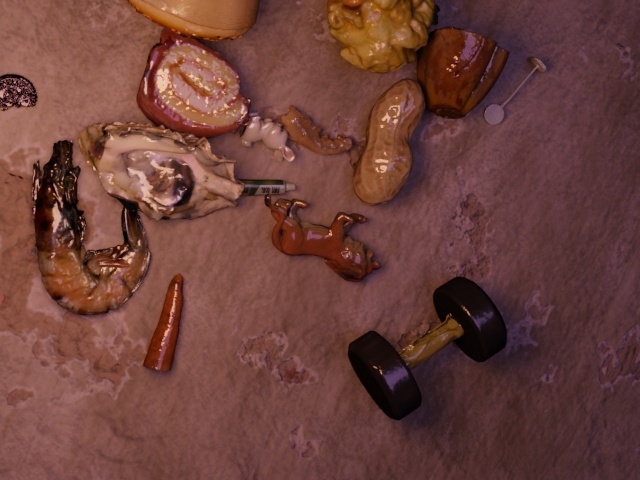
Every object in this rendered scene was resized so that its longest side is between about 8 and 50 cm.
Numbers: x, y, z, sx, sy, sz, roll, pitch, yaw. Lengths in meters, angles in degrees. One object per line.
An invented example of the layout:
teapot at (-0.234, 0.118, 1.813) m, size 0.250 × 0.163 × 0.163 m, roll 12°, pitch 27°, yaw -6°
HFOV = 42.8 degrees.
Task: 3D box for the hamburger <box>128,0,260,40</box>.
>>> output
hamburger at (-0.255, -0.510, 1.602) m, size 0.300 × 0.300 × 0.176 m, roll 22°, pitch 127°, yaw -19°

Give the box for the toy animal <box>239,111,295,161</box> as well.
toy animal at (-0.113, -0.228, 1.774) m, size 0.124 × 0.071 × 0.085 m, roll 18°, pitch 88°, yaw -19°

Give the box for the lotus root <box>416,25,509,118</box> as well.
lotus root at (0.312, -0.368, 1.833) m, size 0.188 × 0.199 × 0.180 m, roll 14°, pitch 88°, yaw -15°

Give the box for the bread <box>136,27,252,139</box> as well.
bread at (-0.261, -0.303, 1.693) m, size 0.244 × 0.123 × 0.190 m, roll 30°, pitch 87°, yaw -18°

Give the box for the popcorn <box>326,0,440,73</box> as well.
popcorn at (0.124, -0.506, 1.758) m, size 0.252 × 0.215 × 0.286 m, roll -8°, pitch 93°, yaw -40°

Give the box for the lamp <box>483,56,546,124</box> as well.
lamp at (0.466, -0.361, 1.977) m, size 0.050 × 0.056 × 0.198 m, roll 42°, pitch 93°, yaw -18°

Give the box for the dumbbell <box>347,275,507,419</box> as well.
dumbbell at (0.245, 0.242, 1.865) m, size 0.322 × 0.204 × 0.204 m, roll -31°, pitch 104°, yaw -13°

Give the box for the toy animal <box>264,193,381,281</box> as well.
toy animal at (0.000, 0.000, 1.824) m, size 0.312 × 0.097 × 0.157 m, roll 13°, pitch 97°, yaw -17°

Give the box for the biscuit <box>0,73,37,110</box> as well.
biscuit at (-0.613, -0.290, 1.628) m, size 0.089 × 0.027 × 0.087 m, roll 40°, pitch 82°, yaw -17°

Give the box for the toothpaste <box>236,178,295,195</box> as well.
toothpaste at (-0.155, -0.116, 1.792) m, size 0.204 × 0.031 × 0.049 m, roll -2°, pitch 108°, yaw -15°

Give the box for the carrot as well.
carrot at (-0.326, 0.173, 1.754) m, size 0.061 × 0.061 × 0.209 m, roll 15°, pitch 87°, yaw -19°

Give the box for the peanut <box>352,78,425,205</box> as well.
peanut at (0.158, -0.220, 1.830) m, size 0.120 × 0.136 × 0.298 m, roll 16°, pitch 88°, yaw -52°

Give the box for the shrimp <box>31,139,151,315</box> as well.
shrimp at (-0.471, -0.026, 1.685) m, size 0.233 × 0.071 × 0.365 m, roll -6°, pitch 96°, yaw -27°

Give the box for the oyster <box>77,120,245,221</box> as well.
oyster at (-0.321, -0.150, 1.656) m, size 0.351 × 0.115 × 0.238 m, roll 18°, pitch 133°, yaw -11°

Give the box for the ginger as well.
ginger at (-0.014, -0.235, 1.821) m, size 0.173 × 0.051 × 0.069 m, roll 27°, pitch 92°, yaw -23°
